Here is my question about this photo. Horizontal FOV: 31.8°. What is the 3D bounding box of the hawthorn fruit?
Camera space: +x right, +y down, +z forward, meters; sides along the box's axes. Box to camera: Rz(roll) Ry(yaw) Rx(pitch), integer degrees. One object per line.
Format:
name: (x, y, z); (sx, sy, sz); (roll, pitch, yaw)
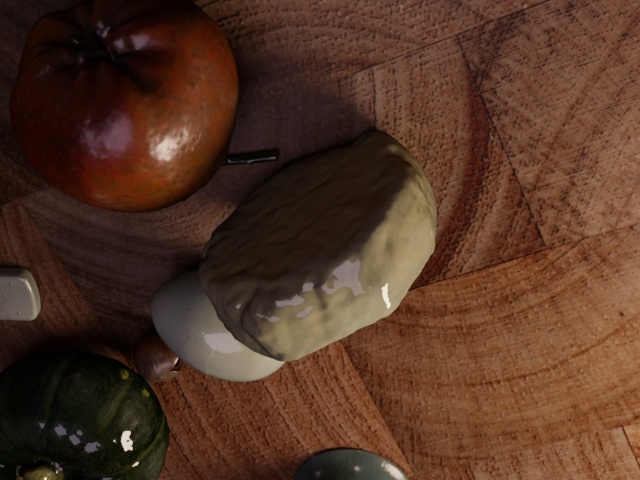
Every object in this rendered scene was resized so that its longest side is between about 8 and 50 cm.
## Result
hawthorn fruit: (-0.223, -0.150, 1.370); (0.277, 0.277, 0.298); (-10, 139, 16)

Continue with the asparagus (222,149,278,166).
asparagus: (-0.118, -0.109, 1.507); (0.127, 0.015, 0.018); (-4, 112, 12)

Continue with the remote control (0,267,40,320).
remote control: (-0.515, 0.079, 1.688); (0.190, 0.029, 0.087); (0, 123, 10)

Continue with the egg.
egg: (-0.137, 0.116, 1.574); (0.209, 0.151, 0.151); (19, 124, 2)

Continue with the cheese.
cheese: (0.000, 0.000, 1.411); (0.318, 0.326, 0.115); (10, 141, 50)

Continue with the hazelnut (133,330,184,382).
hazelnut: (-0.238, 0.173, 1.673); (0.086, 0.086, 0.086); (5, 123, 7)

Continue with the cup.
cup: (0.042, 0.448, 1.757); (0.199, 0.150, 0.199); (5, 123, 7)

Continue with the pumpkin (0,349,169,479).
pumpkin: (-0.378, 0.302, 1.699); (0.300, 0.207, 0.300); (8, 124, 12)
